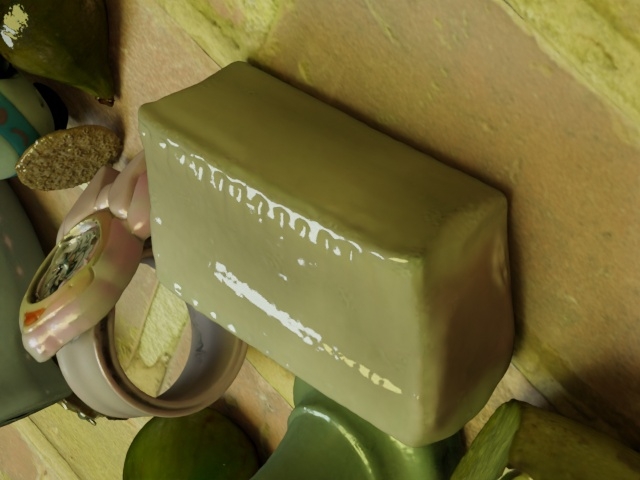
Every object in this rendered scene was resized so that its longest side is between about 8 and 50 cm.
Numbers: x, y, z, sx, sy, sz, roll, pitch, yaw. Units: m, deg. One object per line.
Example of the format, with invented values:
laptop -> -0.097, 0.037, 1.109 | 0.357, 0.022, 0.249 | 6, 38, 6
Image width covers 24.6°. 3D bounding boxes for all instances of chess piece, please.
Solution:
chess piece -> -0.027, 0.238, 1.382 | 0.194, 0.299, 0.195 | 32, 140, 32

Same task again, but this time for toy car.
toy car -> -0.415, -0.151, 1.606 | 0.255, 0.190, 0.188 | 32, 166, 29

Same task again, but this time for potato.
potato -> 0.231, 0.278, 1.217 | 0.280, 0.213, 0.330 | 31, 132, 6

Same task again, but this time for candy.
candy -> 0.001, 0.001, 1.289 | 0.358, 0.145, 0.208 | 29, 137, 34

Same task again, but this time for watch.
watch -> -0.187, 0.065, 1.564 | 0.217, 0.248, 0.211 | 40, 152, -25

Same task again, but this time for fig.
fig -> -0.270, -0.202, 1.482 | 0.133, 0.126, 0.185 | 1, 116, 36
fig -> -0.149, 0.294, 1.710 | 0.181, 0.191, 0.181 | 5, 128, 7

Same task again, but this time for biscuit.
biscuit -> -0.271, -0.088, 1.586 | 0.015, 0.120, 0.120 | 67, 152, 24

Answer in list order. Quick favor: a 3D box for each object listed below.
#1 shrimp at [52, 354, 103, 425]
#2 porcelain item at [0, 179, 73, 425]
shrimp -> -0.361, 0.135, 1.929 | 0.317, 0.077, 0.168 | 32, 137, 36
porcelain item -> -0.466, 0.040, 1.838 | 0.242, 0.178, 0.405 | -27, 85, 45
